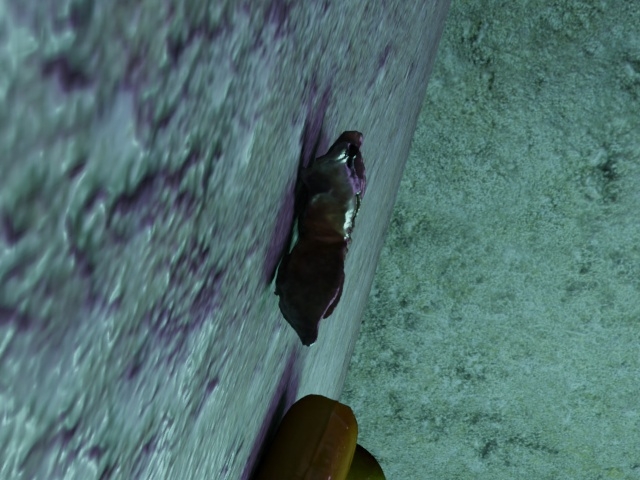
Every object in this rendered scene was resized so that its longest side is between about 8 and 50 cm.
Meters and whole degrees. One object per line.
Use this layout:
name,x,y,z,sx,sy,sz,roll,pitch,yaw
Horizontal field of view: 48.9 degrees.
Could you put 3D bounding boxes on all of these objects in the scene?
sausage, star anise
sausage,-0.050,0.368,0.904,0.353,0.116,0.134,-63,-178,-39
star anise,0.003,-0.006,0.679,0.172,0.063,0.207,-58,160,-77

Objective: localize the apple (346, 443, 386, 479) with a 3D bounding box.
apple,0.004,0.400,1.098,0.157,0.197,0.196,23,-82,57
